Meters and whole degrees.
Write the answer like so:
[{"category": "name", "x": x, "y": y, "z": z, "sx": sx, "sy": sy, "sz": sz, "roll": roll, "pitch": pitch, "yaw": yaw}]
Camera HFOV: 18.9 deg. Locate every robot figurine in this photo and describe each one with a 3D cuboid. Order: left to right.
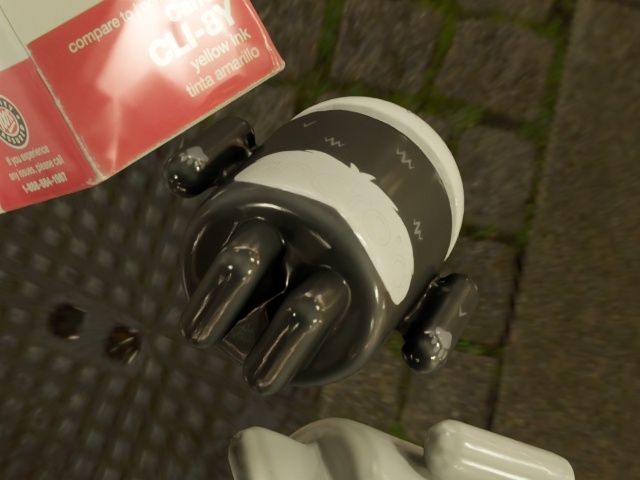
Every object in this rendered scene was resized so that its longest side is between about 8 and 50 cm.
[{"category": "robot figurine", "x": 0.001, "y": 0.003, "z": 1.452, "sx": 0.174, "sy": 0.278, "sz": 0.209, "roll": -11, "pitch": 112, "yaw": 30}, {"category": "robot figurine", "x": 0.067, "y": 0.261, "z": 1.487, "sx": 0.353, "sy": 0.199, "sz": 0.300, "roll": 25, "pitch": 119, "yaw": -28}]

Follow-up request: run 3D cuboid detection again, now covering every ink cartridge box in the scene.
[{"category": "ink cartridge box", "x": -0.230, "y": -0.219, "z": 1.197, "sx": 0.160, "sy": 0.279, "sz": 0.384, "roll": -35, "pitch": 103, "yaw": -29}]
